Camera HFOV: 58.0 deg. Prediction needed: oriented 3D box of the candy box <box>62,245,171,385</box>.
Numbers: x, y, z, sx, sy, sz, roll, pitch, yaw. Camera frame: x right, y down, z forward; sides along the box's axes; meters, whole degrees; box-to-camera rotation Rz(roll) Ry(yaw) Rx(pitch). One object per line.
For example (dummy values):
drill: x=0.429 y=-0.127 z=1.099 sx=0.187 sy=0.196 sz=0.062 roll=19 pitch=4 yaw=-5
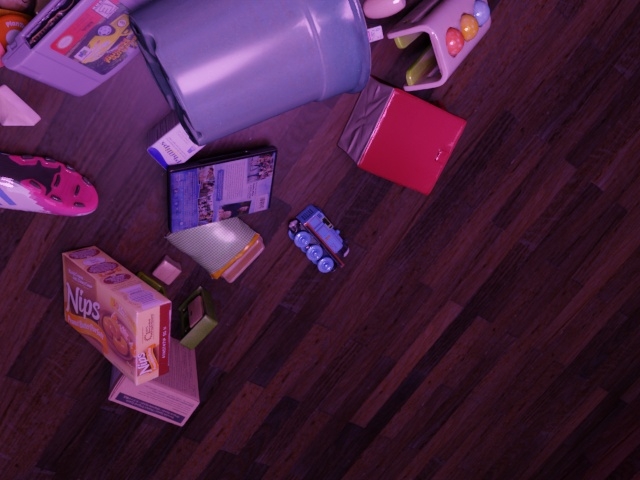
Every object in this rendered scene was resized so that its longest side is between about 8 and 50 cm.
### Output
candy box: x=-0.457 y=0.157 z=1.277 sx=0.088 sy=0.316 sz=0.182 roll=-16 pitch=124 yaw=-45

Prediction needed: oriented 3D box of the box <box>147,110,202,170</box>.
box: x=-0.297 y=-0.229 z=1.236 sx=0.137 sy=0.126 sz=0.072 roll=-37 pitch=120 yaw=5

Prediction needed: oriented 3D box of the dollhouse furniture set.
dollhouse furniture set: x=-0.287 y=0.071 z=1.368 sx=0.301 sy=0.151 sz=0.197 roll=-46 pitch=117 yaw=9

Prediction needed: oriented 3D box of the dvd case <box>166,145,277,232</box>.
dvd case: x=-0.219 y=-0.116 z=1.295 sx=0.253 sy=0.022 sz=0.180 roll=-16 pitch=140 yaw=-27

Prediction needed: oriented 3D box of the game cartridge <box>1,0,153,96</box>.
game cartridge: x=-0.399 y=-0.383 z=1.040 sx=0.294 sy=0.196 sz=0.060 roll=-39 pitch=82 yaw=11

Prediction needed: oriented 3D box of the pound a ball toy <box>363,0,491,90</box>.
pound a ball toy: x=0.238 y=-0.453 z=1.172 sx=0.319 sy=0.136 sz=0.208 roll=-50 pitch=128 yaw=-39

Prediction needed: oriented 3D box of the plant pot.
plant pot: x=-0.140 y=-0.359 z=1.058 sx=0.334 sy=0.341 sz=0.341 roll=-29 pitch=119 yaw=-11

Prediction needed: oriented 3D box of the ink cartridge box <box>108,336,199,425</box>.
ink cartridge box: x=-0.404 y=0.319 z=1.408 sx=0.193 sy=0.234 sz=0.088 roll=30 pitch=103 yaw=-25

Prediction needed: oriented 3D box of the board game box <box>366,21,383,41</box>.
board game box: x=0.058 y=-0.433 z=1.216 sx=0.104 sy=0.154 sz=0.026 roll=-19 pitch=118 yaw=-5

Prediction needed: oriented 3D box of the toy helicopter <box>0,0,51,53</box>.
toy helicopter: x=-0.618 y=-0.490 z=1.013 sx=0.355 sy=0.140 sz=0.235 roll=34 pitch=83 yaw=-35

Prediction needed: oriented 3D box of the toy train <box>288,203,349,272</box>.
toy train: x=0.000 y=0.000 z=1.455 sx=0.105 sy=0.080 sz=0.184 roll=-42 pitch=118 yaw=0

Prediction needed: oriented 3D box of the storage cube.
storage cube: x=0.178 y=-0.242 z=1.324 sx=0.193 sy=0.183 sz=0.215 roll=19 pitch=109 yaw=-22

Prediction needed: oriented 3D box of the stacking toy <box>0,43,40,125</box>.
stacking toy: x=-0.695 y=-0.274 z=1.027 sx=0.309 sy=0.130 sz=0.279 roll=-4 pitch=131 yaw=28

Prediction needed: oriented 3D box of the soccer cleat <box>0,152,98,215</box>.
soccer cleat: x=-0.648 y=-0.118 z=1.218 sx=0.331 sy=0.116 sz=0.143 roll=19 pitch=145 yaw=-34
